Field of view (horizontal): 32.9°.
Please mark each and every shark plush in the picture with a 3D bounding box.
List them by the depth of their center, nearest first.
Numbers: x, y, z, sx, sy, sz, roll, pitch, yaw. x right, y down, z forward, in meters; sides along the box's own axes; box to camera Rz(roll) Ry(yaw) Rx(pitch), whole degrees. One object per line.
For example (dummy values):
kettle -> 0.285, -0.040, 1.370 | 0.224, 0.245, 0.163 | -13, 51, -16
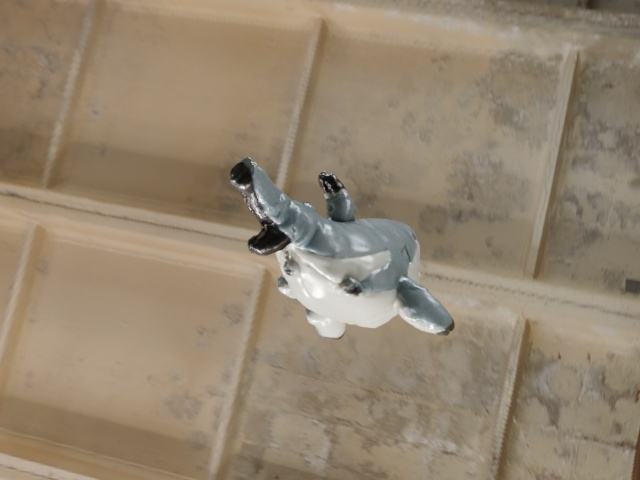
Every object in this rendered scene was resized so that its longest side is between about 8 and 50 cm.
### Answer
shark plush -> 0.000, 0.000, 0.520 | 0.073, 0.161, 0.067 | -11, -115, 41
